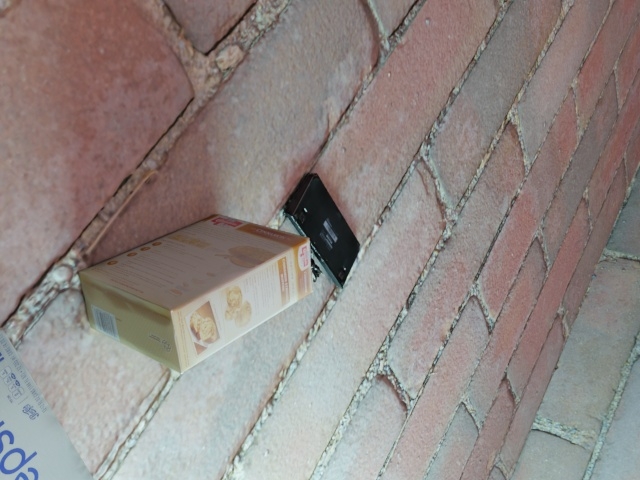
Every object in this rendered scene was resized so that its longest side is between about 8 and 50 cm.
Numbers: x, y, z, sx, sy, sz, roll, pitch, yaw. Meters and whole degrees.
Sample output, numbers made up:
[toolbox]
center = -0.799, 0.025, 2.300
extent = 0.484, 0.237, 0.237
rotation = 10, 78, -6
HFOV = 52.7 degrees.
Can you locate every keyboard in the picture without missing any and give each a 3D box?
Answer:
[keyboard]
center = 0.000, 0.000, 0.907
extent = 0.180, 0.023, 0.108
rotation = 55, 52, -44

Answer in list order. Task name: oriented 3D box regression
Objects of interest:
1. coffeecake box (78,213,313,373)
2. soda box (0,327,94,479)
[coffeecake box]
center = -0.121, 0.043, 0.660
extent = 0.185, 0.142, 0.068
rotation = -28, 123, -45
[soda box]
center = -0.270, 0.194, 0.552
extent = 0.091, 0.098, 0.286
rotation = -43, 132, -38
